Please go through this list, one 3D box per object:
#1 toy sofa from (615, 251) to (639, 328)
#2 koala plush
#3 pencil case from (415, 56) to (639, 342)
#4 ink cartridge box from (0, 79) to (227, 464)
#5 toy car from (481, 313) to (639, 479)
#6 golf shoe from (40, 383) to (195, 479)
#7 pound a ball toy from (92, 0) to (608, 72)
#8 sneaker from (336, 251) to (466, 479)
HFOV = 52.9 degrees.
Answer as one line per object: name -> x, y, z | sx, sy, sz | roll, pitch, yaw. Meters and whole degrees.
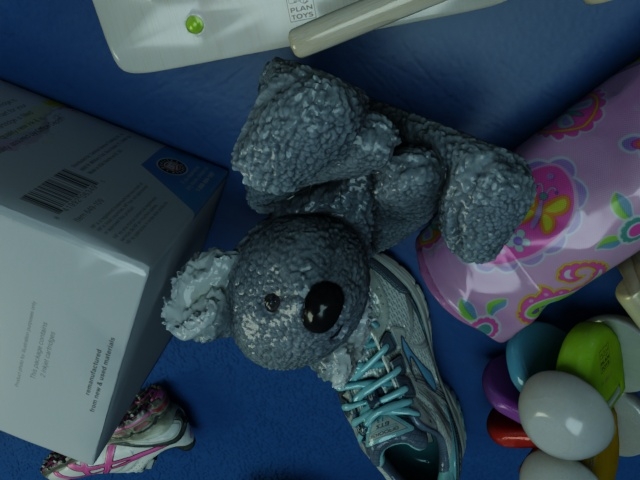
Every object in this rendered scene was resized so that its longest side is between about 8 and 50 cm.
toy sofa -> 0.403, -0.012, 0.444 | 0.362, 0.177, 0.150 | -36, 105, 20
koala plush -> 0.000, 0.000, 0.474 | 0.196, 0.203, 0.221 | 17, 103, -21
pencil case -> 0.206, -0.036, 0.495 | 0.124, 0.124, 0.284 | 43, 113, -12
ink cartridge box -> -0.252, 0.005, 0.531 | 0.270, 0.198, 0.197 | 22, 117, -2
toy car -> 0.212, 0.149, 0.580 | 0.136, 0.159, 0.182 | 15, 124, 42
golf shoe -> -0.225, 0.232, 0.705 | 0.186, 0.067, 0.086 | -27, 110, 18
pound a ball toy -> 0.007, -0.197, 0.395 | 0.319, 0.208, 0.136 | -8, 114, 12
sneaker -> 0.064, 0.129, 0.586 | 0.110, 0.122, 0.283 | -25, 109, 18
